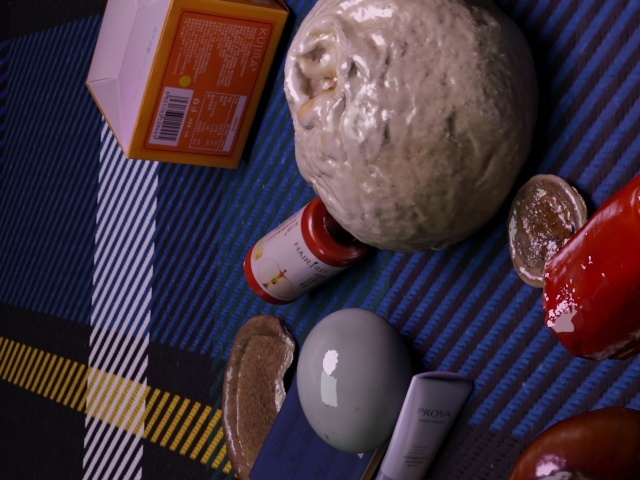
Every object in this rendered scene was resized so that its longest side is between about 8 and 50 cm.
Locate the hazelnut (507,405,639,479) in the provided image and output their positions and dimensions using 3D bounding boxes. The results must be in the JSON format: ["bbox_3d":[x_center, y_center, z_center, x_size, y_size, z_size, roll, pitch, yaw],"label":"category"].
[{"bbox_3d":[0.270,0.259,1.315,0.178,0.178,0.204,44,155,51],"label":"hazelnut"}]

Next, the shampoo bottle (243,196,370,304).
[{"bbox_3d":[0.000,0.000,1.828,0.278,0.104,0.104,-35,58,53],"label":"shampoo bottle"}]

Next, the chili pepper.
[{"bbox_3d":[0.344,-0.018,1.236,0.338,0.131,0.134,123,163,-46],"label":"chili pepper"}]

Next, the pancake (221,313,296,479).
[{"bbox_3d":[-0.080,0.259,2.009,0.286,0.033,0.288,17,102,59],"label":"pancake"}]

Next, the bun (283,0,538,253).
[{"bbox_3d":[0.085,-0.164,1.585,0.349,0.227,0.352,20,107,56],"label":"bun"}]

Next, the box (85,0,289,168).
[{"bbox_3d":[-0.215,-0.302,2.107,0.259,0.214,0.283,56,132,49],"label":"box"}]

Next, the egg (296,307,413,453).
[{"bbox_3d":[0.044,0.179,1.693,0.149,0.149,0.192,-40,46,51],"label":"egg"}]

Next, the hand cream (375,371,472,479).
[{"bbox_3d":[0.114,0.262,1.657,0.048,0.079,0.255,-113,35,-48],"label":"hand cream"}]

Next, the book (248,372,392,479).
[{"bbox_3d":[-0.004,0.300,1.853,0.191,0.025,0.269,49,127,38],"label":"book"}]

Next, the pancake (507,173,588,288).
[{"bbox_3d":[0.255,-0.009,1.486,0.139,0.022,0.139,-6,84,59],"label":"pancake"}]
